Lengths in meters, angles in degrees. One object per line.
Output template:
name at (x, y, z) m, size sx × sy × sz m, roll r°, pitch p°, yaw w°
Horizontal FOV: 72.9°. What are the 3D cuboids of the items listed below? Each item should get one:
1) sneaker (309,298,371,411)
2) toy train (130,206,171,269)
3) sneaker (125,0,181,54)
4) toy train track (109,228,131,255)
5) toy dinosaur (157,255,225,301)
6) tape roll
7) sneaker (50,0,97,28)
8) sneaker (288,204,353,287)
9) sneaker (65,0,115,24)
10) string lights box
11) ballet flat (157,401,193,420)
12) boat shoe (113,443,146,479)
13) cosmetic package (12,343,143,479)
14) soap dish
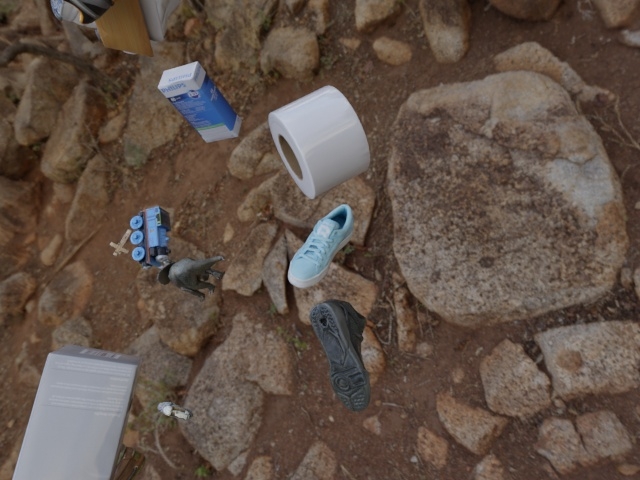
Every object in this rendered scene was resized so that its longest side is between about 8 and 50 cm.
sneaker at (0.063, 0.226, 0.897) m, size 0.087 × 0.228 × 0.130 m, roll -25°, pitch -7°, yaw 30°
toy train at (-0.499, -0.008, 1.285) m, size 0.105 × 0.080 × 0.184 m, roll -14°, pitch 72°, yaw 8°
sneaker at (-0.428, -0.588, 1.057) m, size 0.105 × 0.123 × 0.290 m, roll 9°, pitch 64°, yaw 9°
toy train track at (-0.510, 0.007, 1.113) m, size 0.083 × 0.048 × 0.014 m, roll -53°, pitch 21°, yaw 14°
toy dinosaur at (-0.395, 0.105, 1.313) m, size 0.313 × 0.160 × 0.121 m, roll -12°, pitch 59°, yaw 51°
tape roll at (-0.006, -0.252, 1.129) m, size 0.169 × 0.246 × 0.246 m, roll -30°, pitch 26°, yaw -11°
sneaker at (-0.543, -0.659, 1.044) m, size 0.111 × 0.129 × 0.297 m, roll 51°, pitch 118°, yaw 28°
sneaker at (0.000, 0.000, 1.496) m, size 0.135 × 0.150 × 0.366 m, roll 19°, pitch 47°, yaw 20°
sneaker at (-0.404, -0.403, 0.622) m, size 0.083 × 0.214 × 0.084 m, roll -44°, pitch 44°, yaw 17°
string lights box at (-0.381, -0.436, 1.400) m, size 0.133 × 0.260 × 0.077 m, roll -5°, pitch 60°, yaw 21°
ballet flat at (-0.461, 0.540, 1.369) m, size 0.041 × 0.114 × 0.041 m, roll -162°, pitch 90°, yaw -86°
boat shoe at (-0.589, 0.711, 1.159) m, size 0.110 × 0.104 × 0.307 m, roll -11°, pitch 45°, yaw 59°
cosmetic package at (-0.355, 0.287, 0.636) m, size 0.107 × 0.127 × 0.238 m, roll 162°, pitch 122°, yaw -72°
soap dish at (-0.401, -0.517, 0.804) m, size 0.118 × 0.229 × 0.291 m, roll -20°, pitch 59°, yaw -17°
